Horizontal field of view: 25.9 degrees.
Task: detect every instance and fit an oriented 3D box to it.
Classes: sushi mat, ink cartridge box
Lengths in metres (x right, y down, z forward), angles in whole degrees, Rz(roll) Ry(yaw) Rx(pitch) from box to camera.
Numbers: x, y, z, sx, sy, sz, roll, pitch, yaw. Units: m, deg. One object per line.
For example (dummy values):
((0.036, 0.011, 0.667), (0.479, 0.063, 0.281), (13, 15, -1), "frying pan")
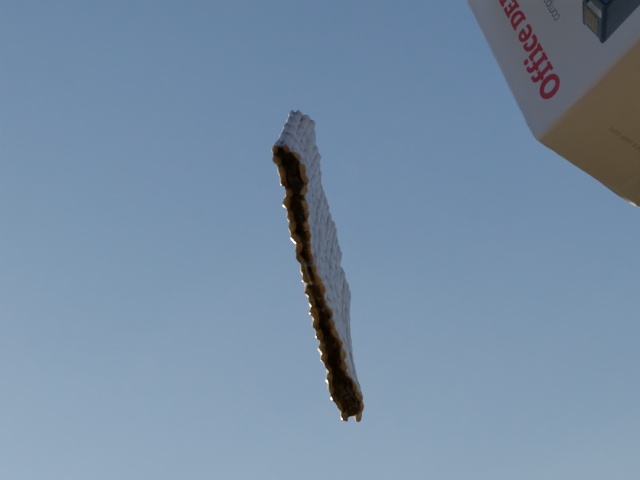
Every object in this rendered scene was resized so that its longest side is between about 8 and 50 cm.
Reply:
((0.000, 0.000, 0.865), (0.019, 0.151, 0.316), (-12, 9, 2), "sushi mat")
((0.186, -0.144, 0.696), (0.093, 0.154, 0.212), (27, -60, -29), "ink cartridge box")
